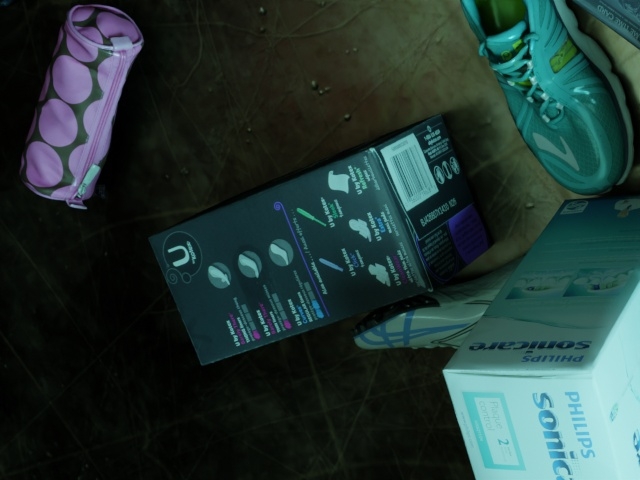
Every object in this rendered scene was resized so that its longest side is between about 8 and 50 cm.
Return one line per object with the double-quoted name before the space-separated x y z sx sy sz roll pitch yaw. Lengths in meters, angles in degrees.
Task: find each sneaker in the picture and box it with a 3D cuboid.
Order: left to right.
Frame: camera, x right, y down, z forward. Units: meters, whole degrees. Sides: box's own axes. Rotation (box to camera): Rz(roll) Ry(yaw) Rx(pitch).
"sneaker" 0.132 0.078 1.324 0.237 0.085 0.086 -16 104 34
"sneaker" 0.181 -0.159 1.210 0.107 0.110 0.275 -27 92 33

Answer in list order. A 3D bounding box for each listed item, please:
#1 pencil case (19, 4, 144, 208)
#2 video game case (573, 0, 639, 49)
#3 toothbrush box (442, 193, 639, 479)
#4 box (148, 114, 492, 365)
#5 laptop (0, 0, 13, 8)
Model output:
"pencil case" -0.251 -0.142 1.462 0.098 0.095 0.209 53 132 47
"video game case" 0.278 -0.266 1.047 0.196 0.026 0.274 45 143 31
"toothbrush box" 0.235 0.120 1.130 0.126 0.295 0.216 -4 116 31
"box" 0.000 0.000 1.322 0.270 0.165 0.143 -20 95 31
"laptop" -0.353 -0.415 1.436 0.264 0.136 0.234 44 146 -16
